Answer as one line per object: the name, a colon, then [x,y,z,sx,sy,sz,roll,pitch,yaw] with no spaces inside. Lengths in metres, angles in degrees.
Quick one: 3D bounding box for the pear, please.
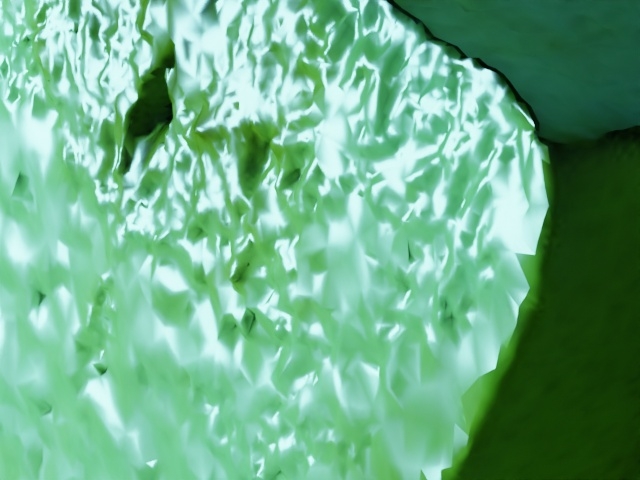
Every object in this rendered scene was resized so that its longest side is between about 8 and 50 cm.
pear: [0.000,0.000,0.490,0.159,0.292,0.292,-5,-77,-40]
